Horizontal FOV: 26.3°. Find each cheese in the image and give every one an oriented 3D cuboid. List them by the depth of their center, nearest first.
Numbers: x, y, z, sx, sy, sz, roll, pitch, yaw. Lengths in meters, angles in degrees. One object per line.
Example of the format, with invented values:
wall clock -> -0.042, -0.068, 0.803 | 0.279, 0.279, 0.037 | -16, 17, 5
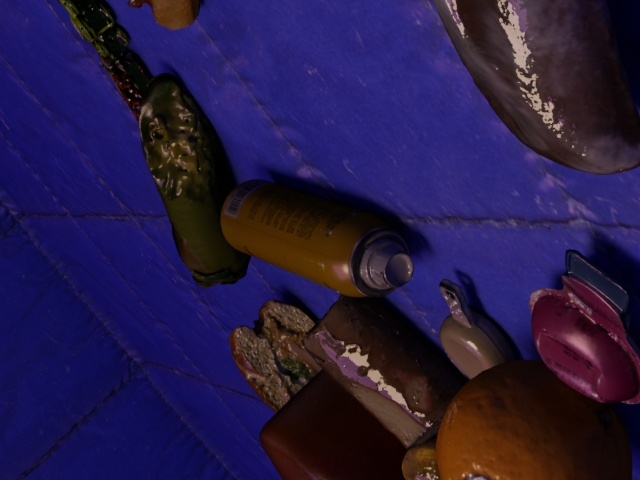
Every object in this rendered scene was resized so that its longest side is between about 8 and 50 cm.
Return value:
cheese -> 0.265, 0.087, 1.341 | 0.155, 0.062, 0.244 | 38, 159, 26
cheese -> 0.175, 0.109, 1.623 | 0.171, 0.047, 0.092 | 54, 159, -22

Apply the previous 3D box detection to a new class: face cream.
face cream -> 0.000, 0.000, 1.709 | 0.349, 0.105, 0.105 | 19, 147, 56

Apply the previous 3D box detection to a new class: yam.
yam -> 0.087, 0.167, 1.839 | 0.238, 0.129, 0.128 | 44, -160, 12

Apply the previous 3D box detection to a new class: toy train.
toy train -> -0.293, -0.266, 1.918 | 0.085, 0.053, 0.249 | 38, 162, 52

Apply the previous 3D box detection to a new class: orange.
orange -> 0.233, 0.235, 1.490 | 0.219, 0.219, 0.193 | 39, 120, 26

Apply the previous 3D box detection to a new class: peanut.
peanut -> 0.210, 0.319, 1.858 | 0.207, 0.087, 0.087 | 6, 143, 24

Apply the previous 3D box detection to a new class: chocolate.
chocolate -> 0.142, -0.154, 1.006 | 0.157, 0.080, 0.254 | 35, 155, 60

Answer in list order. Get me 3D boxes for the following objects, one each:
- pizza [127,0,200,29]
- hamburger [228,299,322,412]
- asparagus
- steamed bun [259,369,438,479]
pizza -> -0.247, -0.365, 1.542 | 0.229, 0.081, 0.289 | 32, 158, 42
hamburger -> -0.034, 0.223, 2.205 | 0.283, 0.144, 0.156 | 48, 164, -9
asparagus -> -0.182, -0.075, 1.964 | 0.108, 0.128, 0.382 | 3, 147, 12
steamed bun -> 0.101, 0.364, 2.033 | 0.379, 0.235, 0.248 | 53, 164, -9
